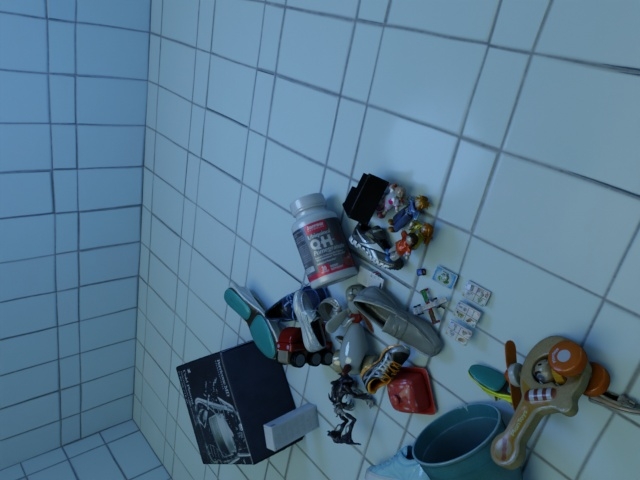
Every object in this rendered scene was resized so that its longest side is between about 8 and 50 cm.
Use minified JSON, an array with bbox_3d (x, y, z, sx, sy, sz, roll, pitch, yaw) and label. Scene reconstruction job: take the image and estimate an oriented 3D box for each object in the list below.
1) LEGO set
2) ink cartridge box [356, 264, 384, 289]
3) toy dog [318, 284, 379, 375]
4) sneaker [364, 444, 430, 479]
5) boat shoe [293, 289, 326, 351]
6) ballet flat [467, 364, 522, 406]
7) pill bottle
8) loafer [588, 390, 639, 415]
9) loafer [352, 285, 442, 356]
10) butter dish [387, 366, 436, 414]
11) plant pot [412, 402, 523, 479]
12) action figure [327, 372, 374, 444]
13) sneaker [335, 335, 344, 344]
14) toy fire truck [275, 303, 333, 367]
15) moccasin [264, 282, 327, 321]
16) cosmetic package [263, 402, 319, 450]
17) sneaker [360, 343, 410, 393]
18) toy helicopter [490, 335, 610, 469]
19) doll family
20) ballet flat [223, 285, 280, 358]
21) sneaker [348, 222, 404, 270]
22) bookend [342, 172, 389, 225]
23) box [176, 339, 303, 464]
[{"bbox_3d":[0.382,0.181,1.509,0.244,0.060,0.182,30,108,39],"label":"LEGO set"},{"bbox_3d":[0.179,0.135,1.716,0.115,0.029,0.062,29,118,39],"label":"ink cartridge box"},{"bbox_3d":[0.101,0.337,1.727,0.220,0.161,0.333,-23,84,24],"label":"toy dog"},{"bbox_3d":[0.287,0.780,1.696,0.366,0.135,0.150,-27,42,55],"label":"sneaker"},{"bbox_3d":[-0.030,0.283,1.776,0.081,0.079,0.227,-21,81,35],"label":"boat shoe"},{"bbox_3d":[0.516,0.423,1.381,0.231,0.077,0.077,15,126,43],"label":"ballet flat"},{"bbox_3d":[0.000,0.000,1.772,0.176,0.176,0.318,-30,76,47],"label":"pill bottle"},{"bbox_3d":[0.705,0.381,1.183,0.125,0.045,0.039,4,95,50],"label":"loafer"},{"bbox_3d":[0.241,0.270,1.599,0.319,0.111,0.112,35,130,29],"label":"loafer"},{"bbox_3d":[0.275,0.504,1.624,0.160,0.118,0.159,-13,88,49],"label":"butter dish"},{"bbox_3d":[0.437,0.643,1.385,0.272,0.272,0.255,-30,90,47],"label":"plant pot"},{"bbox_3d":[0.102,0.603,1.829,0.164,0.141,0.275,-30,50,55],"label":"action figure"},{"bbox_3d":[0.085,0.388,1.872,0.083,0.032,0.036,24,116,44],"label":"sneaker"},{"bbox_3d":[-0.042,0.350,1.883,0.159,0.217,0.246,-6,79,49],"label":"toy fire truck"},{"bbox_3d":[-0.103,0.275,1.989,0.342,0.117,0.137,-36,71,46],"label":"moccasin"},{"bbox_3d":[-0.116,0.754,2.017,0.060,0.239,0.098,-6,93,47],"label":"cosmetic package"},{"bbox_3d":[0.219,0.421,1.621,0.215,0.084,0.083,-50,23,25],"label":"sneaker"},{"bbox_3d":[0.520,0.393,1.234,0.355,0.140,0.235,-56,24,-7],"label":"toy helicopter"},{"bbox_3d":[0.274,-0.058,1.529,0.163,0.119,0.262,-44,48,50],"label":"doll family"},{"bbox_3d":[-0.267,0.339,2.180,0.400,0.139,0.139,46,129,26],"label":"ballet flat"},{"bbox_3d":[0.188,0.009,1.641,0.234,0.078,0.106,39,127,38],"label":"sneaker"},{"bbox_3d":[0.143,-0.151,1.628,0.157,0.072,0.156,-105,39,-71],"label":"bookend"},{"bbox_3d":[-0.380,0.732,2.269,0.472,0.298,0.479,-28,78,45],"label":"box"}]
